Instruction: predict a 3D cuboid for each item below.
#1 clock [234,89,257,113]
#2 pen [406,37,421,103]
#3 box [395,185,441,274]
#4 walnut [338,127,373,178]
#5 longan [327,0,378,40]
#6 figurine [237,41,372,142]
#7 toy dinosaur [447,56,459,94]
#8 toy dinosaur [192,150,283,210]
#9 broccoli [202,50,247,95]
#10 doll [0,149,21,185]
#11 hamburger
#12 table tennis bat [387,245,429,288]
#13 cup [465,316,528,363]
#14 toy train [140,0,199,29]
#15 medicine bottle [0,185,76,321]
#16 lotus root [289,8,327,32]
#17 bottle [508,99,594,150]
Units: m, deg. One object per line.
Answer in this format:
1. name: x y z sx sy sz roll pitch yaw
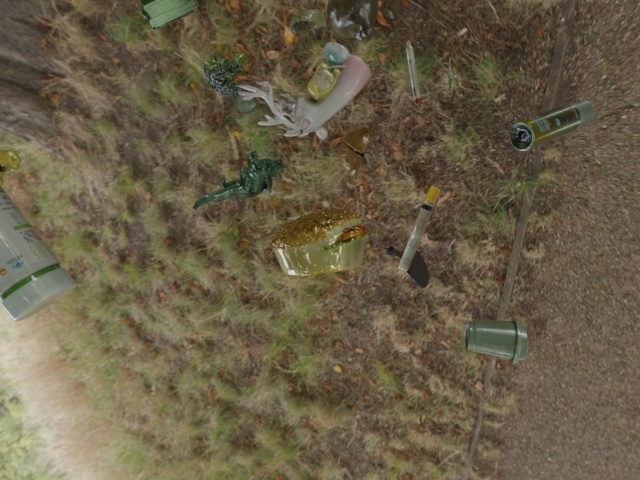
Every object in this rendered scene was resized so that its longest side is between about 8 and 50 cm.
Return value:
1. clock: -0.267 -0.496 1.536 0.085 0.017 0.085 -1 105 -3
2. pen: 0.318 -0.583 1.482 0.026 0.026 0.218 -6 102 28
3. box: 0.274 -0.022 1.212 0.033 0.129 0.247 22 122 12
4. walnut: 0.104 -0.288 1.387 0.087 0.211 0.167 20 98 2
5. longan: 0.110 -0.741 1.405 0.204 0.159 0.185 58 148 14
6. figurine: -0.042 -0.427 1.279 0.284 0.206 0.316 39 89 17
7. toy dinosaur: 0.334 -0.407 1.090 0.026 0.113 0.041 7 63 38
8. toy dinosaur: -0.210 -0.168 1.155 0.079 0.292 0.120 13 117 46
9. broccoli: -0.310 -0.564 1.436 0.154 0.167 0.160 32 78 12
10. doll: -0.511 -0.116 0.519 0.119 0.293 0.138 42 94 11
11. hamburger: 0.000 0.000 1.267 0.294 0.276 0.179 -8 96 12
12. table tennis bat: 0.302 0.076 1.451 0.027 0.236 0.150 -27 50 35
13. cup: 0.457 0.260 1.132 0.141 0.120 0.120 1 103 11
14. toy train: -0.240 -0.377 0.677 0.093 0.056 0.038 -27 79 -3
15. medicine bottle: -0.419 0.009 0.568 0.086 0.086 0.183 -33 96 29
16. lotus root: -0.060 -0.839 1.647 0.143 0.144 0.070 -5 117 19
17. bottle: 0.660 -0.330 1.222 0.082 0.286 0.082 45 148 39
